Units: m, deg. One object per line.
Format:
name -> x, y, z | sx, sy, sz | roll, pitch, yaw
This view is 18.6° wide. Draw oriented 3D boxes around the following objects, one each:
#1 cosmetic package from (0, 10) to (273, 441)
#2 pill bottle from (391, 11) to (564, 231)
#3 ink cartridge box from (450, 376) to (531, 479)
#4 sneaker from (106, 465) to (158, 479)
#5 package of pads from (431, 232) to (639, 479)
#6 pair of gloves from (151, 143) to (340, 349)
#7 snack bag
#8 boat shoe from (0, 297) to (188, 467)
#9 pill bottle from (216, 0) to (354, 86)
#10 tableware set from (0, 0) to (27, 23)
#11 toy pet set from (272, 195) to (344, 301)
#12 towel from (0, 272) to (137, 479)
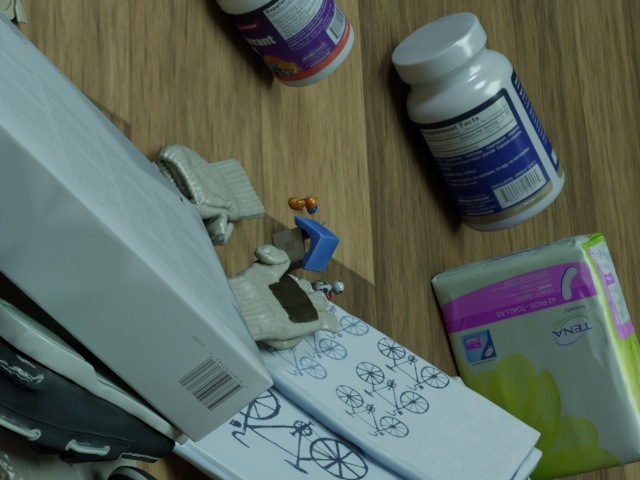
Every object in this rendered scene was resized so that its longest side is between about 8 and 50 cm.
cosmetic package -> -0.213, -0.038, 1.644 | 0.377, 0.097, 0.284 | 47, 12, -36
pill bottle -> 0.205, -0.157, 2.579 | 0.265, 0.153, 0.153 | 62, 29, -23
ink cartridge box -> 0.156, 0.390, 2.166 | 0.395, 0.166, 0.285 | 54, 32, -32
sneaker -> -0.177, 0.308, 1.648 | 0.097, 0.084, 0.235 | 8, 82, -48
package of pads -> 0.296, 0.154, 2.494 | 0.101, 0.229, 0.296 | -19, 93, -63
pair of gloves -> -0.084, 0.002, 2.004 | 0.204, 0.042, 0.240 | 5, 52, -60
snack bag -> 0.034, 0.199, 1.965 | 0.323, 0.037, 0.342 | 34, 34, 11
boat shoe -> -0.210, 0.134, 1.607 | 0.114, 0.091, 0.302 | 37, -3, 34
pill bottle -> -0.053, -0.273, 2.207 | 0.193, 0.108, 0.108 | 50, 35, -37
tableware set -> -0.318, -0.212, 1.771 | 0.168, 0.020, 0.141 | 28, 52, -55
toy pet set -> 0.000, 0.000, 2.202 | 0.114, 0.065, 0.122 | 12, 64, -60
towel -> -0.258, 0.120, 1.671 | 0.187, 0.049, 0.282 | -38, 110, -60
